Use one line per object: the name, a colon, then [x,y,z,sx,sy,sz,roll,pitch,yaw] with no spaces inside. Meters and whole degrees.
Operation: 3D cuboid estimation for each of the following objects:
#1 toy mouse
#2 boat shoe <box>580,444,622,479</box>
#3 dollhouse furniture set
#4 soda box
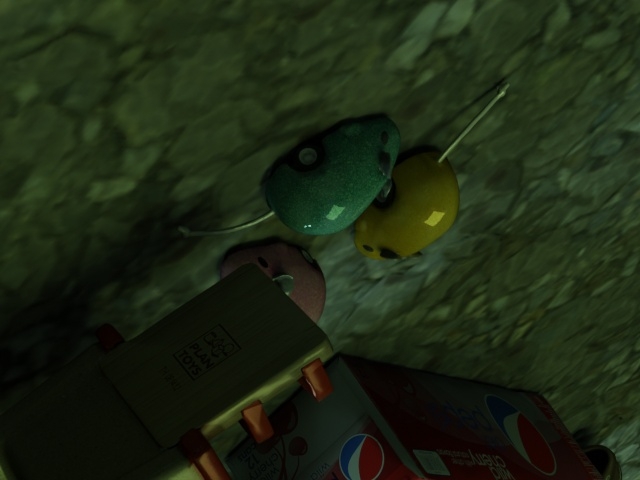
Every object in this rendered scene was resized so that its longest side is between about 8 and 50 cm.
toy mouse: [0.000,0.000,0.768,0.143,0.031,0.161,-4,140,-48]
boat shoe: [0.126,0.195,1.220,0.183,0.066,0.066,-38,151,-19]
dollhouse furniture set: [-0.024,0.153,0.760,0.135,0.262,0.259,-33,128,-12]
soda box: [0.064,0.134,1.012,0.092,0.083,0.263,-45,152,16]
